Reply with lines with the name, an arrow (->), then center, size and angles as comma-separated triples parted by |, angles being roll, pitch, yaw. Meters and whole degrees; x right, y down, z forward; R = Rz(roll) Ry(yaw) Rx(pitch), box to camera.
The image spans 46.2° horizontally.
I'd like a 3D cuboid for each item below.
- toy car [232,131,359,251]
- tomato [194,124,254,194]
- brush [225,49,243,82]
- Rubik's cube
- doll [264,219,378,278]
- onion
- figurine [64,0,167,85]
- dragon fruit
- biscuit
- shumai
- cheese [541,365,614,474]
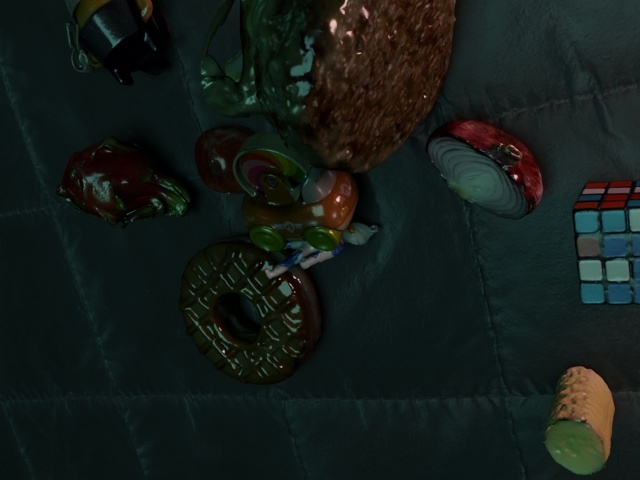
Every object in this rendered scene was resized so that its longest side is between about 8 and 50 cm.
toy car -> -0.055, -0.099, 1.342 | 0.235, 0.145, 0.235 | 14, 145, 10
tomato -> -0.193, -0.153, 1.481 | 0.159, 0.091, 0.139 | 11, 112, 27
brush -> -0.058, -0.363, 1.346 | 0.312, 0.067, 0.072 | -25, 95, 31
Rubik's cube -> 0.474, 0.001, 1.138 | 0.151, 0.155, 0.154 | -2, 108, 27
doll -> 0.000, 0.000, 1.429 | 0.227, 0.114, 0.057 | -15, 127, 7
onion -> 0.282, -0.134, 1.220 | 0.206, 0.098, 0.151 | 42, 148, 1
figurine -> -0.416, -0.443, 1.463 | 0.308, 0.143, 0.309 | 26, 128, 38
dragon fruit -> -0.414, -0.099, 1.579 | 0.269, 0.198, 0.200 | 39, 112, -6
biscuit -> -0.149, 0.146, 1.564 | 0.331, 0.103, 0.332 | 10, 112, 25
shumai -> -0.005, -0.315, 1.176 | 0.348, 0.395, 0.395 | 32, 122, 32
cheese -> 0.437, 0.302, 1.266 | 0.093, 0.167, 0.123 | -27, 98, 31
